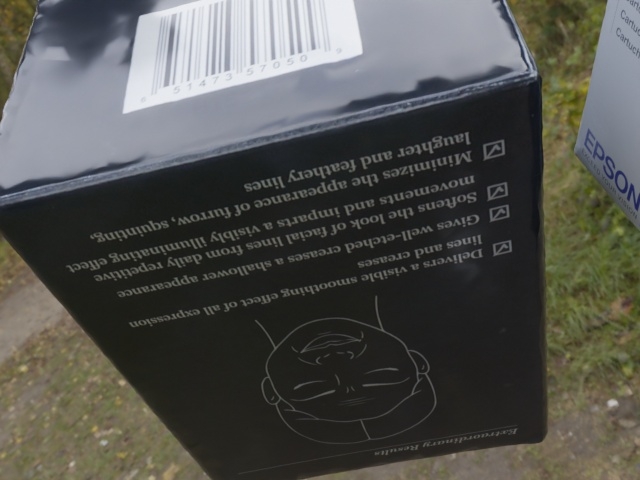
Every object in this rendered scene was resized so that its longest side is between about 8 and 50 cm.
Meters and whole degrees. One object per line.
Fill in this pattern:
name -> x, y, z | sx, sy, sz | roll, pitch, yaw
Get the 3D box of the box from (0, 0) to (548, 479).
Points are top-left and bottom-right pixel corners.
box -> 0.000, 0.000, 0.573 | 0.293, 0.395, 0.212 | -12, 48, 7

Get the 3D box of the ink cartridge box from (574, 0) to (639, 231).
ink cartridge box -> 0.209, -0.060, 0.353 | 0.045, 0.224, 0.223 | -16, 49, -8
